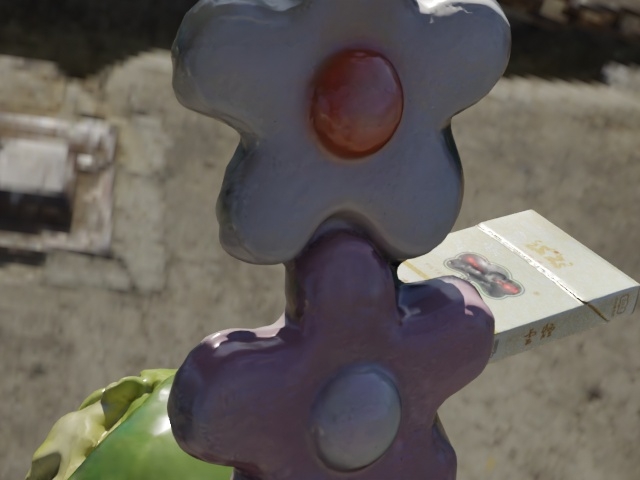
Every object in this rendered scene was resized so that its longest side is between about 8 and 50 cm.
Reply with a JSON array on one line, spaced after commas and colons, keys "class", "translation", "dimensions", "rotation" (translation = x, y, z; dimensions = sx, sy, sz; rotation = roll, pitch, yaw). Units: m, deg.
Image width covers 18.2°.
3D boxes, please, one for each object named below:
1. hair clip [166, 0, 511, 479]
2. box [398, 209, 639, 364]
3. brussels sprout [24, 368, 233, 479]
[{"class": "hair clip", "translation": [0.005, 0.001, 0.744], "dimensions": [0.146, 0.257, 0.075], "rotation": [-5, 7, -38]}, {"class": "box", "translation": [0.080, 0.030, 1.059], "dimensions": [0.167, 0.024, 0.090], "rotation": [-16, 39, -35]}, {"class": "brussels sprout", "translation": [-0.131, 0.277, 1.393], "dimensions": [0.315, 0.371, 0.276], "rotation": [57, 27, 0]}]
